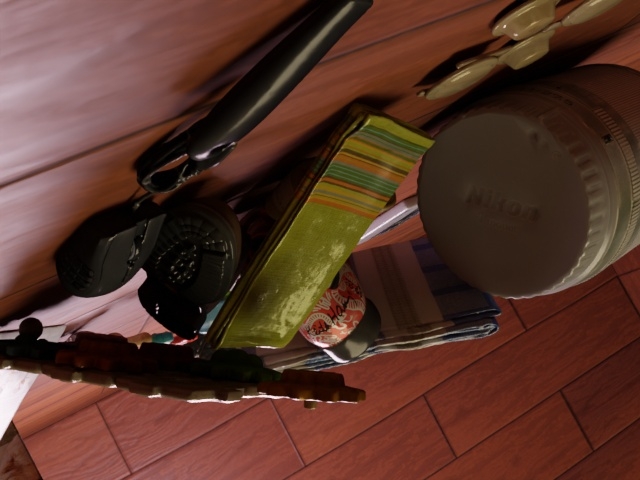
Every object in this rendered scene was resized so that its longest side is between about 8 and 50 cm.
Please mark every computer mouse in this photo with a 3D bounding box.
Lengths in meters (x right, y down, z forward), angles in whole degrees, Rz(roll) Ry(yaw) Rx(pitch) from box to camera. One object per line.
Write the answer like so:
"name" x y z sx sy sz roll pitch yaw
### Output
"computer mouse" -0.111 -0.014 0.536 0.071 0.041 0.242 -22 171 -42

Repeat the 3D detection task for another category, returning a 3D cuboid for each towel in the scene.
"towel" 0.000 0.000 0.669 0.102 0.021 0.237 11 120 -48
"towel" 0.040 0.071 0.918 0.285 0.034 0.209 -12 -153 -1

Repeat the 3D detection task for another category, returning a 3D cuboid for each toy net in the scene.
"toy net" -0.218 0.113 0.998 0.232 0.045 0.122 -13 171 -10

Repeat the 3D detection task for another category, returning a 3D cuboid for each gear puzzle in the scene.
"gear puzzle" -0.123 0.104 0.701 0.339 0.044 0.175 4 174 27

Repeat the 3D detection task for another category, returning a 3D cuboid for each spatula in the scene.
"spatula" 0.041 -0.119 0.369 0.296 0.030 0.084 -31 176 28

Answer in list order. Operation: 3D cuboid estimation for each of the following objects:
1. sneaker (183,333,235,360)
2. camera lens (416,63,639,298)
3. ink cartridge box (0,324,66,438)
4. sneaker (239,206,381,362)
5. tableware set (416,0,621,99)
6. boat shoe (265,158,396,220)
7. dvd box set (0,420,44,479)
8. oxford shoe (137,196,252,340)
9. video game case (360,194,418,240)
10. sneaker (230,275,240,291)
"sneaker" -0.097 0.082 1.289 0.283 0.110 0.122 -25 -168 -10
"camera lens" 0.264 -0.071 0.896 0.274 0.219 0.219 -23 172 -44
"ink cartridge box" -0.364 0.178 0.802 0.232 0.066 0.189 -64 174 0
"sneaker" -0.036 0.008 0.854 0.090 0.145 0.270 -41 -150 2
"tableware set" 0.161 -0.160 0.636 0.141 0.020 0.169 -22 173 -34
"boat shoe" 0.010 -0.044 0.767 0.059 0.063 0.170 -29 166 33
"dvd box set" -0.507 0.398 0.991 0.062 0.307 0.420 -35 171 29
"oxford shoe" -0.100 0.006 0.685 0.096 0.083 0.227 -53 -178 -25
"video game case" 0.147 -0.047 1.565 0.173 0.022 0.190 -21 170 -47
"sneaker" -0.136 0.061 1.121 0.069 0.038 0.098 -25 164 -17
